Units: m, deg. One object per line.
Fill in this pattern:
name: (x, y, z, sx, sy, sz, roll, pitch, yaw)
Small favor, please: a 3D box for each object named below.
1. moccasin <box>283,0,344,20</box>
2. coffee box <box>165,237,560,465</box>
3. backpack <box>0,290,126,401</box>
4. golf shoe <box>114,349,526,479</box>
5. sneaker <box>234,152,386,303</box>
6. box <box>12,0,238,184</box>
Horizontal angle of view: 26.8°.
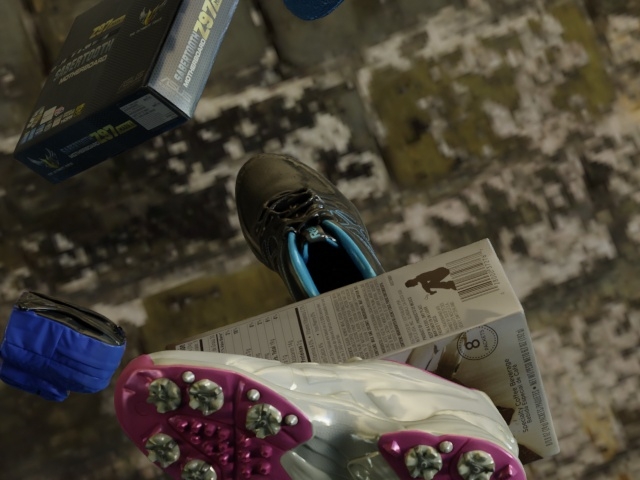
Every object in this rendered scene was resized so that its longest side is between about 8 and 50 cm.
moccasin: (0.061, -0.446, 1.827, 0.117, 0.138, 0.342, -39, 166, -53)
coffee box: (0.034, 0.137, 1.147, 0.297, 0.168, 0.119, -19, -146, 2)
backpack: (-0.266, 0.114, 1.390, 0.120, 0.101, 0.098, 19, -168, -8)
golf shoe: (0.001, 0.139, 1.006, 0.306, 0.115, 0.140, 16, -155, 1)
sneaker: (0.000, 0.000, 1.429, 0.125, 0.341, 0.139, -29, 140, -8)
box: (-0.181, -0.166, 1.263, 0.059, 0.183, 0.233, 38, 145, -30)
